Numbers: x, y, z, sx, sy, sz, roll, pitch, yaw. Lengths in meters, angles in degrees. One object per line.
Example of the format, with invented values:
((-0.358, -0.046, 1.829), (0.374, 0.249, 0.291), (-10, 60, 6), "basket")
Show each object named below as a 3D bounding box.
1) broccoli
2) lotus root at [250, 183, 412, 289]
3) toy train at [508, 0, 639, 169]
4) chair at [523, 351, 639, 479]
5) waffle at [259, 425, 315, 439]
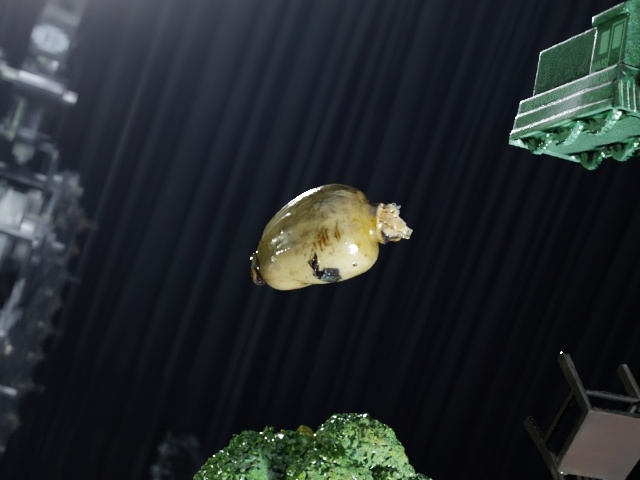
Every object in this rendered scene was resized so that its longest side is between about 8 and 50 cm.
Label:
((0.016, 0.441, 1.849), (0.413, 0.310, 0.321), (11, -133, -28), "broccoli")
((0.000, 0.000, 1.903), (0.140, 0.256, 0.154), (47, -149, -35), "lotus root")
((0.377, -0.198, 1.677), (0.138, 0.178, 0.330), (12, 173, -17), "toy train")
((0.271, 0.214, 1.186), (0.084, 0.101, 0.212), (11, -148, -19), "chair")
((-0.006, 0.376, 2.178), (0.261, 0.056, 0.250), (14, 155, -26), "waffle")
